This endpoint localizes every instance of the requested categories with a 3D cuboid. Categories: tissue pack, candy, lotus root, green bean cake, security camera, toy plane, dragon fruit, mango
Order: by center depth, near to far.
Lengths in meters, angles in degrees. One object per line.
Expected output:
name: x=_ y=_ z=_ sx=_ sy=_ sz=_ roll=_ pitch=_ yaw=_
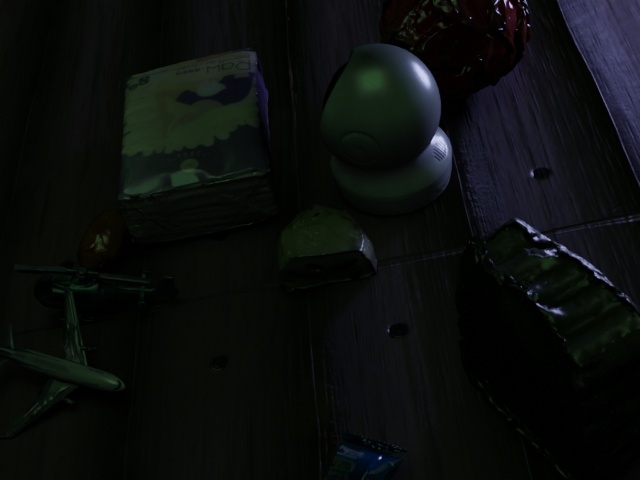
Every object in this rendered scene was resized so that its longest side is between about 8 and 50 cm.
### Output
green bean cake: x=0.265 y=0.122 z=1.130 sx=0.132 sy=0.255 sz=0.241 roll=-26 pitch=41 yaw=-13
candy: x=0.039 y=0.295 z=1.175 sx=0.088 sy=0.038 sz=0.136 roll=11 pitch=60 yaw=29
toy plane: x=-0.364 y=0.175 z=1.377 sx=0.226 sy=0.058 sz=0.226 roll=15 pitch=72 yaw=13
lotus root: x=-0.002 y=-0.002 z=1.453 sx=0.143 sy=0.070 sz=0.144 roll=-17 pitch=44 yaw=-1
toy plane: x=-0.324 y=0.070 z=1.462 sx=0.235 sy=0.096 sz=0.060 roll=4 pitch=48 yaw=-5
security camera: x=0.094 y=-0.177 z=1.481 sx=0.194 sy=0.236 sz=0.194 roll=-7 pitch=48 yaw=8
mango: x=-0.335 y=-0.004 z=1.556 sx=0.077 sy=0.063 sz=0.127 roll=-5 pitch=44 yaw=23
dragon fruit: x=0.209 y=-0.348 z=1.611 sx=0.244 sy=0.244 sz=0.299 roll=17 pitch=36 yaw=29
tissue pack: x=-0.199 y=-0.163 z=1.627 sx=0.242 sy=0.125 sz=0.343 roll=-12 pitch=44 yaw=4
